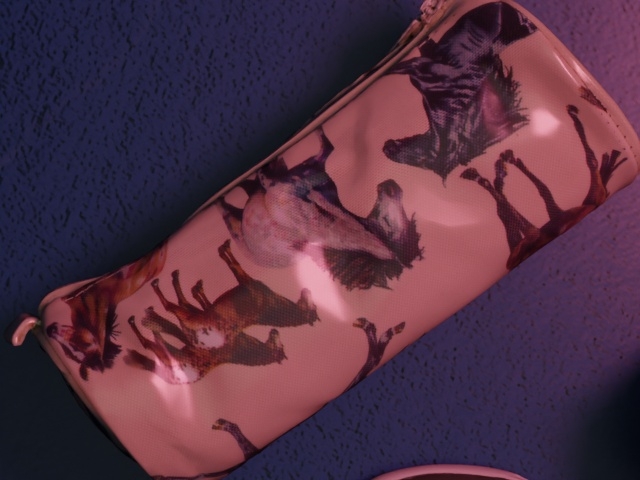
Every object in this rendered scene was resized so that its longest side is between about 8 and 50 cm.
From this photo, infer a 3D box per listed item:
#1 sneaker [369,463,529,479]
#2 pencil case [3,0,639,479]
[{"bbox_3d":[0.157,0.228,1.153,0.296,0.147,0.104,20,91,1],"label":"sneaker"},{"bbox_3d":[0.000,0.000,1.147,0.410,0.160,0.183,-37,90,0],"label":"pencil case"}]
